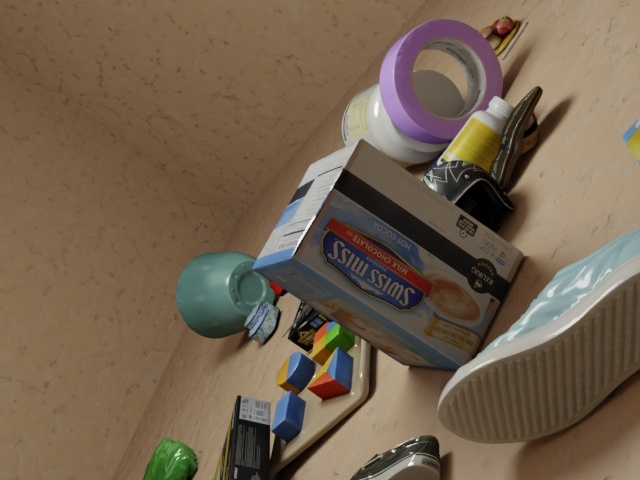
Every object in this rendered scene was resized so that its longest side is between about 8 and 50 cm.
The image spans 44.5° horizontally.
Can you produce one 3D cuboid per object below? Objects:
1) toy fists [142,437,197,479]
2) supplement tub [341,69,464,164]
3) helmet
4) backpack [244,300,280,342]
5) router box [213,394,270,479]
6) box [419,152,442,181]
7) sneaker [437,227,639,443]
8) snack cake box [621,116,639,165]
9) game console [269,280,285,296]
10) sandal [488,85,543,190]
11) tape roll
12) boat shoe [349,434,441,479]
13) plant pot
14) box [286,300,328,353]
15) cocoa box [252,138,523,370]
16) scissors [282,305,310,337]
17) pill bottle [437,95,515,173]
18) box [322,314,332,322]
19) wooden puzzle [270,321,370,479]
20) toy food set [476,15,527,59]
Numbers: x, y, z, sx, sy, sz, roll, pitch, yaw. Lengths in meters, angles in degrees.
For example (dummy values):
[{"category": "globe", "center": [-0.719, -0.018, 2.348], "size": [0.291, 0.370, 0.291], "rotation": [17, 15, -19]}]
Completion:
[{"category": "toy fists", "center": [-0.436, 0.661, 2.292], "size": [0.279, 0.096, 0.142], "rotation": [-22, 47, 65]}, {"category": "supplement tub", "center": [0.208, -0.305, 2.002], "size": [0.235, 0.235, 0.325], "rotation": [-58, 14, -9]}, {"category": "helmet", "center": [0.254, -0.070, 1.442], "size": [0.169, 0.162, 0.169], "rotation": [-52, 14, 18]}, {"category": "backpack", "center": [-0.182, 0.250, 2.386], "size": [0.105, 0.084, 0.114], "rotation": [-52, 16, 26]}, {"category": "router box", "center": [-0.169, 0.501, 1.595], "size": [0.309, 0.081, 0.242], "rotation": [-100, 25, -71]}, {"category": "box", "center": [0.264, -0.127, 1.821], "size": [0.136, 0.037, 0.225], "rotation": [-53, 12, 12]}, {"category": "sneaker", "center": [0.298, 0.118, 0.956], "size": [0.366, 0.135, 0.150], "rotation": [-39, 12, 28]}, {"category": "snack cake box", "center": [0.428, -0.049, 0.807], "size": [0.089, 0.152, 0.264], "rotation": [-50, 14, 26]}, {"category": "game console", "center": [0.000, 0.000, 2.213], "size": [0.342, 0.060, 0.386], "rotation": [-50, -3, 7]}, {"category": "sandal", "center": [0.386, -0.189, 1.508], "size": [0.090, 0.060, 0.219], "rotation": [179, 110, -81]}, {"category": "tape roll", "center": [0.279, -0.364, 1.807], "size": [0.274, 0.275, 0.090], "rotation": [-59, 13, -12]}, {"category": "boat shoe", "center": [0.098, 0.361, 1.176], "size": [0.219, 0.078, 0.070], "rotation": [-37, 22, 32]}, {"category": "plant pot", "center": [-0.286, 0.167, 2.557], "size": [0.235, 0.293, 0.293], "rotation": [-15, 41, 50]}, {"category": "box", "center": [0.050, 0.095, 1.958], "size": [0.257, 0.079, 0.322], "rotation": [-42, 19, 40]}, {"category": "cocoa box", "center": [0.106, 0.037, 1.306], "size": [0.228, 0.347, 0.231], "rotation": [-61, 15, -16]}, {"category": "scissors", "center": [0.004, 0.118, 1.863], "size": [0.297, 0.021, 0.109], "rotation": [-47, 19, 31]}, {"category": "pill bottle", "center": [0.332, -0.200, 1.607], "size": [0.184, 0.103, 0.103], "rotation": [-54, 13, 10]}, {"category": "box", "center": [0.127, 0.041, 1.641], "size": [0.270, 0.060, 0.216], "rotation": [-23, 30, 29]}, {"category": "wooden puzzle", "center": [-0.013, 0.301, 1.679], "size": [0.348, 0.081, 0.322], "rotation": [-50, 15, 26]}, {"category": "toy food set", "center": [0.454, -0.547, 2.067], "size": [0.128, 0.071, 0.218], "rotation": [-55, 14, 6]}]
